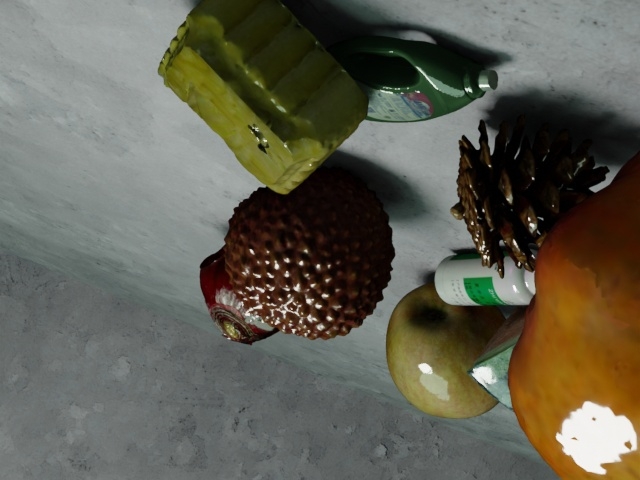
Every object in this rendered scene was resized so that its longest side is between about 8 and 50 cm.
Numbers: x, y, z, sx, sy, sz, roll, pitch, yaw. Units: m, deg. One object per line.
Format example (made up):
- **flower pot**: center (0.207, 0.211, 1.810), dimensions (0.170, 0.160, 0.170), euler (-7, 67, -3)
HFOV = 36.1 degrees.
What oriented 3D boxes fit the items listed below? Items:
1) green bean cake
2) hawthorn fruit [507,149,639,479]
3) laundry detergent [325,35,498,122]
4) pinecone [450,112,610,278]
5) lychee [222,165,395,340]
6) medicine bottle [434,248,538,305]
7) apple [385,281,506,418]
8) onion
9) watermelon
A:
- **green bean cake**: center (-0.078, -0.180, 1.189), dimensions (0.236, 0.124, 0.233), euler (46, 160, -5)
- **hawthorn fruit**: center (0.450, 0.116, 1.029), dimensions (0.472, 0.471, 0.472), euler (20, 163, 6)
- **laundry detergent**: center (0.107, -0.191, 1.152), dimensions (0.211, 0.063, 0.137), euler (6, 151, 41)
- **pinecone**: center (0.254, -0.056, 1.196), dimensions (0.208, 0.207, 0.207), euler (20, 163, 6)
- **lychee**: center (-0.015, 0.018, 1.575), dimensions (0.276, 0.304, 0.275), euler (-6, 145, -4)
- **medicine bottle**: center (0.304, 0.062, 1.639), dimensions (0.095, 0.095, 0.260), euler (30, 161, -26)
- **apple**: center (0.249, 0.205, 1.880), dimensions (0.257, 0.256, 0.233), euler (13, 144, 27)
- **onion**: center (-0.131, 0.085, 2.059), dimensions (0.206, 0.216, 0.207), euler (49, 151, -13)
- **watermelon**: center (0.382, 0.148, 1.602), dimensions (0.250, 0.283, 0.293), euler (24, -172, -45)
